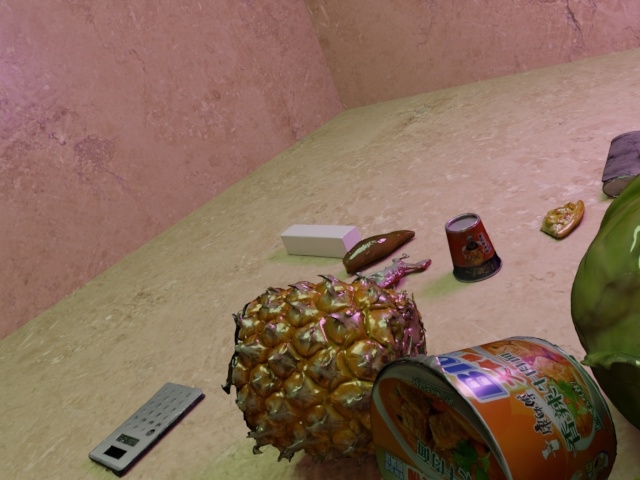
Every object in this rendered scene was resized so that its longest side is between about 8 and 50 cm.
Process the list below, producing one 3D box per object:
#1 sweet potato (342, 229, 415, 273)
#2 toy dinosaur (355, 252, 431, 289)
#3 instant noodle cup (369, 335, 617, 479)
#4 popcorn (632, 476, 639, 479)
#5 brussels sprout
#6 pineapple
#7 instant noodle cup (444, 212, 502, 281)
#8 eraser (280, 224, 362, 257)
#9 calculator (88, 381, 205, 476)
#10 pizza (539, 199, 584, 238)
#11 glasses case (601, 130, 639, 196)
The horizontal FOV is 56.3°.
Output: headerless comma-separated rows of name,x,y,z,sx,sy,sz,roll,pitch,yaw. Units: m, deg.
sweet potato,0.166,0.015,1.727,0.243,0.077,0.077,-29,22,-12
toy dinosaur,0.169,0.100,1.545,0.167,0.053,0.242,0,22,32
instant noodle cup,0.230,0.268,0.801,0.213,0.297,0.296,-13,15,-28
popcorn,0.354,0.351,0.599,0.254,0.195,0.256,0,50,56
brussels sprout,0.531,0.074,0.834,0.425,0.342,0.361,-49,-6,-20
pineapple,0.032,0.219,1.047,0.299,0.353,0.352,-6,26,22
instant noodle cup,0.363,0.012,1.450,0.127,0.136,0.127,-20,22,9
eraser,0.000,0.001,1.922,0.298,0.078,0.076,3,33,48
calculator,-0.405,0.431,1.393,0.161,0.021,0.261,-3,29,42
pizza,0.607,-0.056,1.505,0.099,0.036,0.160,1,32,47
glasses case,0.833,-0.211,1.609,0.114,0.060,0.299,-8,26,34
